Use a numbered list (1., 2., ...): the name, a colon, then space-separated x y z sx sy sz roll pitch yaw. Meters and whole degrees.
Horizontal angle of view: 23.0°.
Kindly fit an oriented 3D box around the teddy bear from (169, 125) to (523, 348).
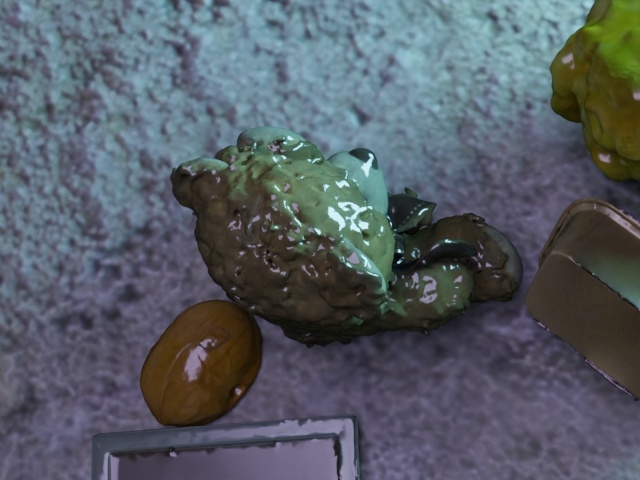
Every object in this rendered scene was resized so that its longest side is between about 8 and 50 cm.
1. teddy bear: 0.000 0.000 1.198 0.267 0.256 0.156 27 87 21

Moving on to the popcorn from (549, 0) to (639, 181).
1. popcorn: 0.311 -0.129 1.204 0.266 0.192 0.233 -34 50 -22

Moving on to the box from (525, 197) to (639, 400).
1. box: 0.239 0.050 1.201 0.177 0.111 0.111 40 87 21

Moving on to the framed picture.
1. framed picture: -0.074 0.293 1.254 0.232 0.019 0.296 -5 74 14

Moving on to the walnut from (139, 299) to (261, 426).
1. walnut: -0.104 0.097 1.301 0.091 0.052 0.121 33 82 24
